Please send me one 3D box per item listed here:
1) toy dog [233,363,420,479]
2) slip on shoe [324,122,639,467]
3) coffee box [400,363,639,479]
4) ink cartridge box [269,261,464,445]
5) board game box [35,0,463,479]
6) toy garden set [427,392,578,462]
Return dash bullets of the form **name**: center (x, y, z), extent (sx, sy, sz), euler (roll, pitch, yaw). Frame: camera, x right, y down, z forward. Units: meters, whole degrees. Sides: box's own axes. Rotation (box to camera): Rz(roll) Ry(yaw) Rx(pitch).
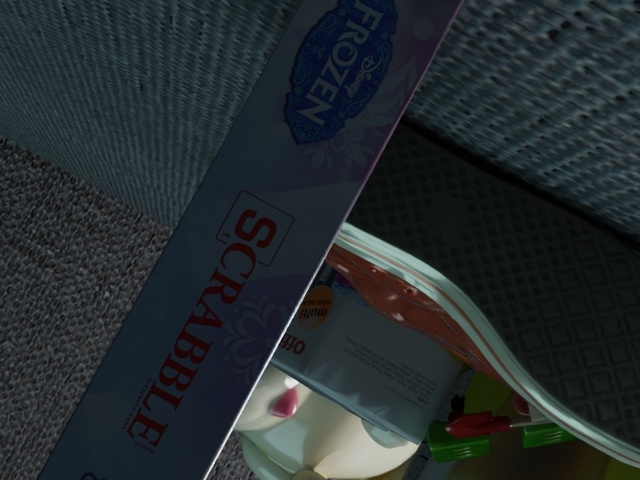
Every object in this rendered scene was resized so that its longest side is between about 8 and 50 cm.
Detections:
- **toy dog**: center (0.006, 0.125, 1.779), extent (0.408, 0.284, 0.395), euler (21, -142, -40)
- **slip on shoe**: center (0.111, 0.032, 1.040), extent (0.331, 0.123, 0.101), euler (34, 158, 9)
- **coffee box**: center (0.240, 0.265, 1.444), extent (0.337, 0.334, 0.338), euler (28, 174, 4)
- **ink cartridge box**: center (0.039, 0.037, 1.200), extent (0.127, 0.176, 0.128), euler (32, 173, -32)
- **board game box**: center (-0.050, 0.025, 0.825), extent (0.066, 0.318, 0.318), euler (29, 175, -3)
- **toy garden set**: center (0.193, 0.104, 1.139), extent (0.244, 0.049, 0.204), euler (-11, 166, 4)
